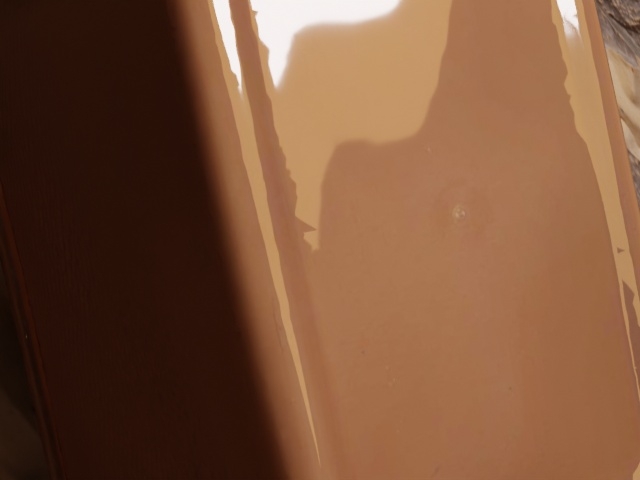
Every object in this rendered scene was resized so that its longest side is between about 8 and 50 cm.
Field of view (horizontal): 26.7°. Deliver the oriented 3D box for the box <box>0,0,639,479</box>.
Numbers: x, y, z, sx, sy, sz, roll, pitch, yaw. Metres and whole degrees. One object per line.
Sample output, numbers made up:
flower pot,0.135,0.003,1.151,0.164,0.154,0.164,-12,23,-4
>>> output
box,0.000,0.000,0.657,0.239,0.229,0.339,-14,94,-33
